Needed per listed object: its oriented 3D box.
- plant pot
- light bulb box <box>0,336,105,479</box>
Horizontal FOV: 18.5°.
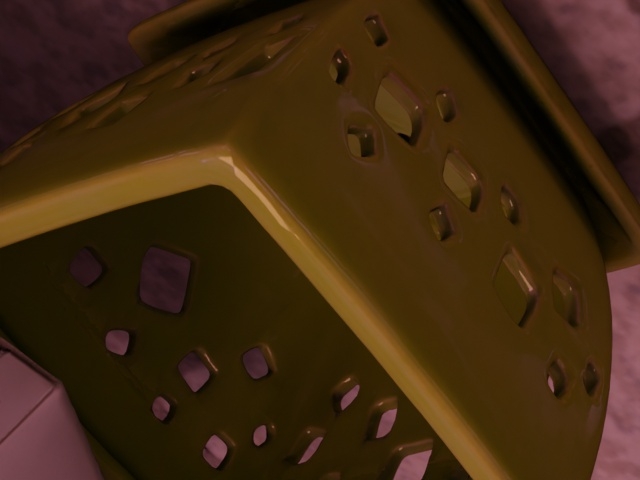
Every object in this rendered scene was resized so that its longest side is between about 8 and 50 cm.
[{"bbox_3d":[0.000,0.000,0.852,0.227,0.207,0.228,-15,121,44],"label":"plant pot"},{"bbox_3d":[-0.278,0.137,0.933,0.358,0.225,0.361,33,157,25],"label":"light bulb box"}]
